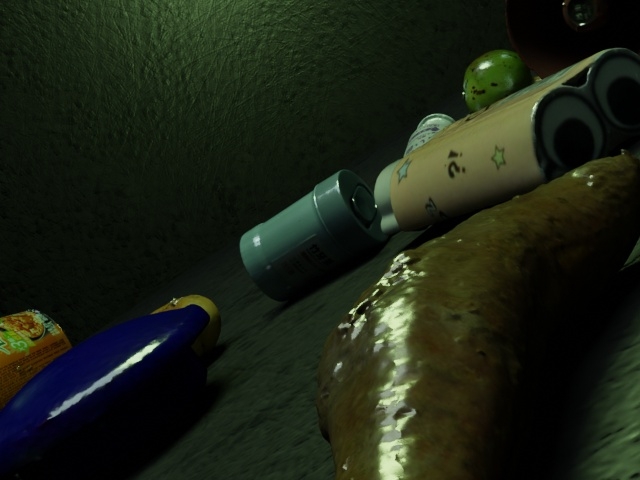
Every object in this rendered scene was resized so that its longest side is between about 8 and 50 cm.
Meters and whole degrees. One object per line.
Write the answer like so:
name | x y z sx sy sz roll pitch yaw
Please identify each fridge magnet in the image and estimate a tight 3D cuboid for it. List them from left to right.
fridge magnet | -0.215 0.154 0.949 0.266 0.112 0.265 -33 7 4

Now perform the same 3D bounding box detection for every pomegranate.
pomegranate | 0.269 -0.212 1.360 0.142 0.114 0.114 -3 14 12

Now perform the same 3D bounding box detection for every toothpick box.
toothpick box | -0.007 -0.004 1.167 0.153 0.101 0.101 -32 6 25

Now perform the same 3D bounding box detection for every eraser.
eraser | 0.176 -0.087 0.937 0.171 0.087 0.290 -33 6 -24

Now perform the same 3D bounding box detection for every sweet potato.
sweet potato | 0.061 0.046 0.437 0.114 0.092 0.341 -10 20 33

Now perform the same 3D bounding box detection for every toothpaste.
toothpaste | 0.139 -0.090 1.278 0.114 0.073 0.299 -32 14 24

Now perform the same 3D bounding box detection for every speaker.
speaker | 0.421 -0.336 1.210 0.330 0.198 0.259 -28 -12 -39

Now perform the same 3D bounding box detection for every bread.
bread | -0.175 0.122 1.190 0.114 0.077 0.189 -58 15 -20

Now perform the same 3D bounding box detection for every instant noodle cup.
instant noodle cup | -0.501 0.220 1.536 0.182 0.230 0.230 -27 0 -43

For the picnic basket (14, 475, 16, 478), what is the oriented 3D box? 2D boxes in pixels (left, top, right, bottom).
picnic basket | -0.411 0.271 1.215 0.083 0.083 0.065 -28 3 25
